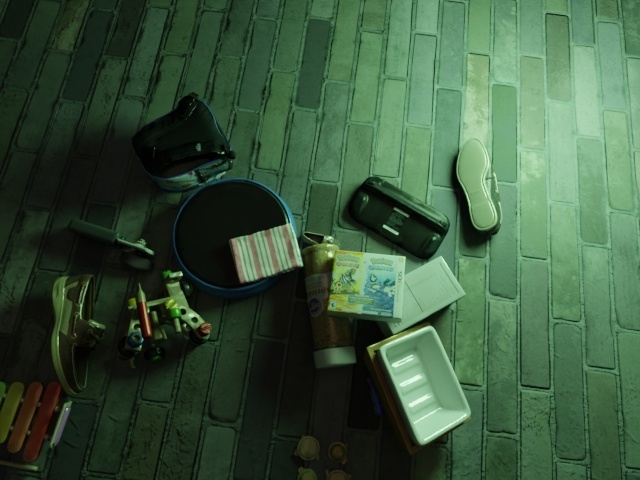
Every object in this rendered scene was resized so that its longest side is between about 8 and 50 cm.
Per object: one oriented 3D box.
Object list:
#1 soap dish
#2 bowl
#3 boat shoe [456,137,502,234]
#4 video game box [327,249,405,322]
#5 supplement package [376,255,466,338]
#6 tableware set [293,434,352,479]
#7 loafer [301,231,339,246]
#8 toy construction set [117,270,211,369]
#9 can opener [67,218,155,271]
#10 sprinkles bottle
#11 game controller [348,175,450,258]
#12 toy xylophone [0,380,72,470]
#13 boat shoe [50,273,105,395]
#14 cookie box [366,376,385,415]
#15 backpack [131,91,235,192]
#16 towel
[{"bbox_3d":[0.260,0.399,1.277,0.229,0.118,0.290,-15,77,-30],"label":"soap dish"},{"bbox_3d":[-0.269,-0.016,1.441,0.392,0.077,0.390,1,73,-2],"label":"bowl"},{"bbox_3d":[0.524,-0.172,1.523,0.112,0.096,0.334,-16,66,31],"label":"boat shoe"},{"bbox_3d":[0.130,0.126,1.294,0.205,0.048,0.186,5,62,6],"label":"video game box"},{"bbox_3d":[0.275,0.172,1.373,0.244,0.134,0.139,-26,74,-9],"label":"supplement package"},{"bbox_3d":[0.006,0.624,1.286,0.169,0.020,0.140,7,71,1],"label":"tableware set"},{"bbox_3d":[0.000,0.000,1.465,0.125,0.039,0.045,14,72,2],"label":"loafer"},{"bbox_3d":[-0.451,0.183,1.271,0.258,0.308,0.237,-14,69,-15],"label":"toy construction set"},{"bbox_3d":[-0.641,0.010,1.420,0.281,0.074,0.093,22,74,5],"label":"can opener"},{"bbox_3d":[0.021,0.192,1.366,0.122,0.121,0.354,-7,73,-4],"label":"sprinkles bottle"},{"bbox_3d":[0.253,-0.076,1.496,0.319,0.067,0.166,31,89,8],"label":"game controller"},{"bbox_3d":[-0.836,0.496,1.256,0.323,0.081,0.236,4,73,2],"label":"toy xylophone"},{"bbox_3d":[-0.682,0.260,1.322,0.123,0.123,0.341,-9,71,-8],"label":"boat shoe"},{"bbox_3d":[0.191,0.441,1.337,0.092,0.040,0.107,-10,73,-7],"label":"cookie box"},{"bbox_3d":[-0.433,-0.281,1.448,0.264,0.213,0.276,-25,69,-18],"label":"backpack"},{"bbox_3d":[-0.161,0.037,1.374,0.197,0.029,0.144,-16,75,-7],"label":"towel"}]
